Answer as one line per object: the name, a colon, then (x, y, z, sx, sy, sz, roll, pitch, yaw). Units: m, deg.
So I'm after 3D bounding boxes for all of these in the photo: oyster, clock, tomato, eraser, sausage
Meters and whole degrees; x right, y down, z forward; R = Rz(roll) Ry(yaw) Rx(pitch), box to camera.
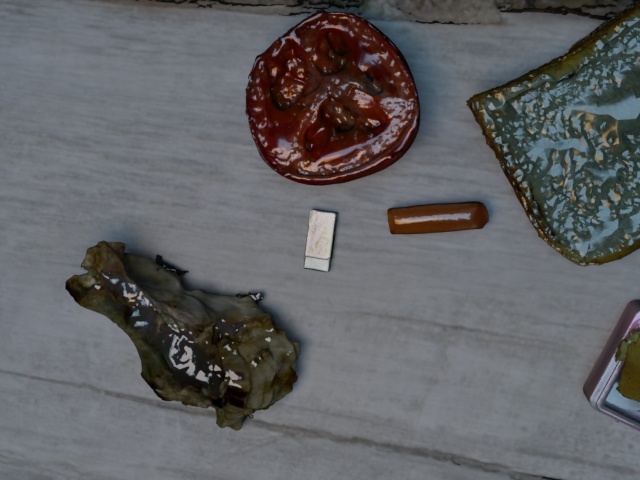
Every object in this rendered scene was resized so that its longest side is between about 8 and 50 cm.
oyster: (-0.184, 0.118, 1.146, 0.337, 0.133, 0.197, 43, 96, 0)
clock: (0.453, 0.184, 1.051, 0.197, 0.063, 0.150, 26, 101, 8)
tomato: (0.022, -0.177, 1.084, 0.228, 0.101, 0.227, 0, 88, 10)
eraser: (0.000, 0.000, 1.147, 0.038, 0.019, 0.083, 9, 99, 9)
sausage: (0.155, -0.029, 1.099, 0.131, 0.041, 0.039, -3, 91, 12)

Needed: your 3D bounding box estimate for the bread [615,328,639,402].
bread: (0.428, 0.159, 0.967, 0.157, 0.110, 0.103, -5, 101, 12)

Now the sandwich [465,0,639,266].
sandwich: (0.367, -0.132, 1.013, 0.301, 0.099, 0.271, -32, 90, 13)
